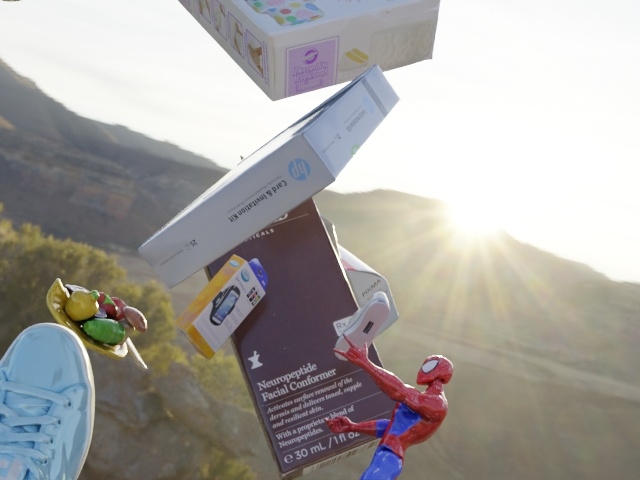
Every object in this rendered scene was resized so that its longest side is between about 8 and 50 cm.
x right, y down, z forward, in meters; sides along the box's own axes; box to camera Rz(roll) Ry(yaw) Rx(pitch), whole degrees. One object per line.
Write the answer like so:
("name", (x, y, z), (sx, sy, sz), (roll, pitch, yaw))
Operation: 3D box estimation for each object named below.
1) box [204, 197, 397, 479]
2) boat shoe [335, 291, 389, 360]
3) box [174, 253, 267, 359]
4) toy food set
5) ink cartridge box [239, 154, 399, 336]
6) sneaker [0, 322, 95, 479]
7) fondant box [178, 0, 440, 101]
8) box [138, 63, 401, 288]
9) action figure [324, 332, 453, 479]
("box", (-0.035, 0.140, 1.125), (0.191, 0.381, 0.143), (-20, -21, -11))
("boat shoe", (0.050, 0.102, 0.909), (0.035, 0.100, 0.035), (26, 27, -11))
("box", (-0.125, 0.082, 0.995), (0.028, 0.136, 0.081), (24, -26, 31))
("toy food set", (-0.335, 0.117, 1.199), (0.128, 0.071, 0.218), (52, 3, 31))
("ink cartridge box", (0.000, 0.000, 1.577), (0.308, 0.091, 0.385), (38, -22, 39))
("sneaker", (-0.331, 0.256, 0.826), (0.135, 0.365, 0.150), (10, -23, -12))
("fondant box", (-0.034, -0.327, 1.008), (0.238, 0.096, 0.330), (-20, 46, -22))
("box", (-0.027, -0.052, 0.535), (0.038, 0.145, 0.186), (54, 28, -9))
("action figure", (0.028, 0.212, 0.750), (0.139, 0.280, 0.091), (32, -23, 14))
